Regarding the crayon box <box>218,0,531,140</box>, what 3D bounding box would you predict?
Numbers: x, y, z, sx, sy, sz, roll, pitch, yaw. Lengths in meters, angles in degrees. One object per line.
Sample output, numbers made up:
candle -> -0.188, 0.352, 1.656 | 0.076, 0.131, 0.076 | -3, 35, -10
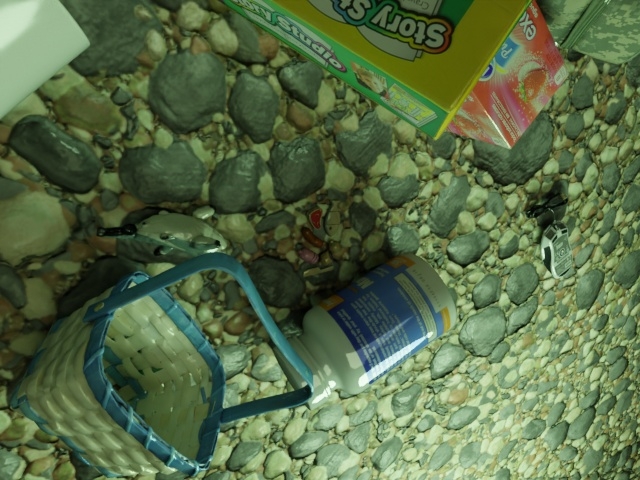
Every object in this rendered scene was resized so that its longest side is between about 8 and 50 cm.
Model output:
crayon box -> 0.055, -0.332, 0.467 | 0.363, 0.106, 0.313 | 35, 93, 6

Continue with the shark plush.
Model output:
shark plush -> -0.197, 0.004, 0.621 | 0.161, 0.073, 0.067 | -5, 143, -33

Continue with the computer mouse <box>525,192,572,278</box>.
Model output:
computer mouse -> 0.487, -0.005, 1.023 | 0.106, 0.042, 0.192 | -31, 117, -21

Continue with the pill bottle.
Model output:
pill bottle -> 0.067, 0.146, 0.774 | 0.272, 0.152, 0.152 | -29, 122, -16

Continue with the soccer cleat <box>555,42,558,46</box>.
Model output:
soccer cleat -> 0.460, -0.395, 0.827 | 0.196, 0.068, 0.076 | -27, 127, -9

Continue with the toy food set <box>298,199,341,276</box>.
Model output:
toy food set -> 0.000, 0.000, 0.752 | 0.078, 0.019, 0.122 | -12, 116, -25

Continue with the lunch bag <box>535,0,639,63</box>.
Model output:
lunch bag -> 0.391, -0.433, 0.672 | 0.304, 0.256, 0.212 | -66, 168, 8

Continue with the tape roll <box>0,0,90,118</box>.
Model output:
tape roll -> -0.322, -0.193, 0.345 | 0.169, 0.246, 0.246 | -43, 125, -7

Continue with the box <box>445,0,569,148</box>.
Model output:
box -> 0.185, -0.281, 0.660 | 0.300, 0.154, 0.142 | 38, 90, -37

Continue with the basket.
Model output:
basket -> -0.180, 0.149, 0.581 | 0.289, 0.201, 0.254 | -17, 124, 12
